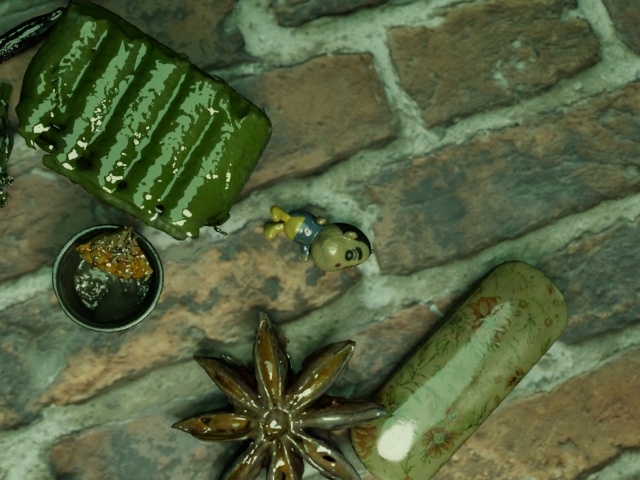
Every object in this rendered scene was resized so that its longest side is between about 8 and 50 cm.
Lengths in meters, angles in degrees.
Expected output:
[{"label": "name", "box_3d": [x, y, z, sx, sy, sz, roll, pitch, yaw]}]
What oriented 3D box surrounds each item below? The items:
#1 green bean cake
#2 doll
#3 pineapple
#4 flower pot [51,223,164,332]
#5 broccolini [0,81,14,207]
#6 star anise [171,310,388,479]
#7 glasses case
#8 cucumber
[{"label": "green bean cake", "box_3d": [-0.239, -0.145, 1.165, 0.335, 0.319, 0.218, 33, 86, -4]}, {"label": "doll", "box_3d": [0.000, 0.000, 1.319, 0.180, 0.102, 0.088, 12, 47, -9]}, {"label": "pineapple", "box_3d": [-0.276, 0.005, 1.161, 0.114, 0.114, 0.077, 27, 64, -11]}, {"label": "flower pot", "box_3d": [-0.312, 0.057, 1.249, 0.158, 0.107, 0.157, 1, 86, -8]}, {"label": "broccolini", "box_3d": [-0.499, -0.141, 1.243, 0.091, 0.068, 0.202, 3, 87, 9]}, {"label": "star anise", "box_3d": [-0.060, 0.274, 1.271, 0.332, 0.117, 0.331, 0, 87, 9]}, {"label": "glasses case", "box_3d": [0.223, 0.213, 1.341, 0.156, 0.098, 0.425, 44, 83, 2]}, {"label": "cucumber", "box_3d": [-0.443, -0.319, 1.274, 0.163, 0.043, 0.039, -33, 52, -12]}]
